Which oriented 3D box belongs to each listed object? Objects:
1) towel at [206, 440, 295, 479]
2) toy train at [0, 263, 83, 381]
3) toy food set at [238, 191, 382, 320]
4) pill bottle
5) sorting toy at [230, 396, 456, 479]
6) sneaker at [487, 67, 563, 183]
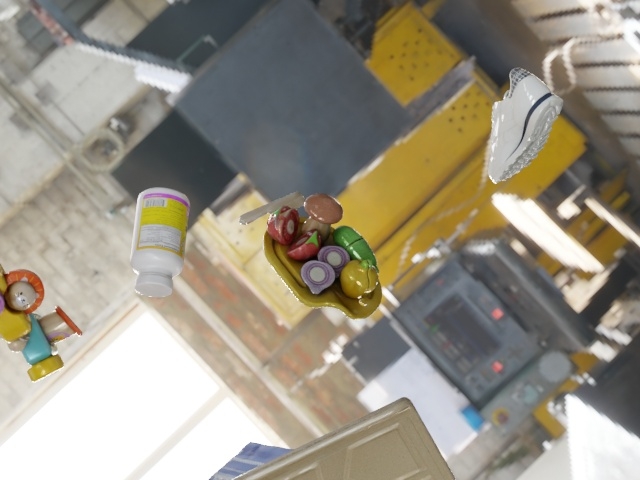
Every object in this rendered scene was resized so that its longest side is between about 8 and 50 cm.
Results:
[{"bbox_3d":[-0.130,0.376,1.371,0.243,0.336,0.040,-7,117,54],"label":"towel"},{"bbox_3d":[-0.213,0.023,0.753,0.125,0.046,0.166,57,170,40],"label":"toy train"},{"bbox_3d":[0.000,0.000,1.357,0.218,0.128,0.071,49,136,27],"label":"toy food set"},{"bbox_3d":[-0.131,0.002,0.885,0.043,0.043,0.083,52,-143,-58],"label":"pill bottle"},{"bbox_3d":[-0.009,0.292,1.148,0.229,0.307,0.041,60,-174,-37],"label":"sorting toy"},{"bbox_3d":[0.327,-0.189,1.833,0.095,0.090,0.235,46,147,18],"label":"sneaker"}]
